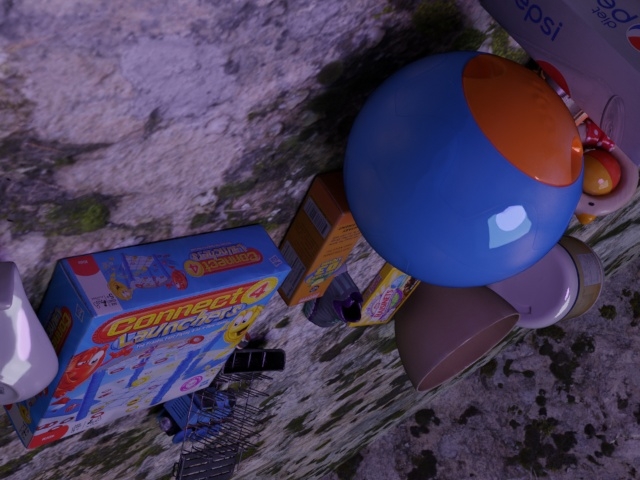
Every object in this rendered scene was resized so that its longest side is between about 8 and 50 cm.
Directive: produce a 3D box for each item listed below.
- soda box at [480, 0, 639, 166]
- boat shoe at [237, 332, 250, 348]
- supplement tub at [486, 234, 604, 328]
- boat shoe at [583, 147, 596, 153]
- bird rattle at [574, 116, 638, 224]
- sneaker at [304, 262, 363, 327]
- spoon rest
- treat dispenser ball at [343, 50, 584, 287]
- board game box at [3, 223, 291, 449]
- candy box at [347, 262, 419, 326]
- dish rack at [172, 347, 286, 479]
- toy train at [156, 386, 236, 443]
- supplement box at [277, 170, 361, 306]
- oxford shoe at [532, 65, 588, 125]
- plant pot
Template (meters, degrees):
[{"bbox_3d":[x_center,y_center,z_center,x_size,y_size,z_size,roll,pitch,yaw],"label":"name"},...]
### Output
[{"bbox_3d":[0.314,-0.226,0.892,0.091,0.286,0.098,-27,157,-22],"label":"soda box"},{"bbox_3d":[-0.140,0.140,1.279,0.043,0.049,0.137,-38,153,-1],"label":"boat shoe"},{"bbox_3d":[0.575,0.097,1.981,0.228,0.228,0.316,-48,155,26],"label":"supplement tub"},{"bbox_3d":[0.430,-0.089,1.588,0.341,0.121,0.110,-39,121,-1],"label":"boat shoe"},{"bbox_3d":[0.454,-0.142,1.349,0.254,0.206,0.143,-33,177,-23],"label":"bird rattle"},{"bbox_3d":[0.029,0.129,1.427,0.083,0.098,0.223,-29,156,-17],"label":"sneaker"},{"bbox_3d":[-0.349,0.100,0.842,0.137,0.084,0.276,10,144,-15],"label":"spoon rest"},{"bbox_3d":[0.171,-0.085,0.961,0.288,0.288,0.288,-30,157,-14],"label":"treat dispenser ball"},{"bbox_3d":[-0.234,0.126,1.060,0.308,0.086,0.302,-13,148,-44],"label":"board game box"},{"bbox_3d":[0.138,0.108,1.613,0.105,0.027,0.205,-1,141,-31],"label":"candy box"},{"bbox_3d":[-0.164,0.318,1.398,0.208,0.074,0.271,14,88,-61],"label":"dish rack"},{"bbox_3d":[-0.225,0.321,1.473,0.105,0.080,0.184,-49,155,14],"label":"toy train"},{"bbox_3d":[0.000,0.000,1.162,0.078,0.080,0.233,-16,153,-35],"label":"supplement box"},{"bbox_3d":[0.346,-0.231,1.200,0.364,0.130,0.132,-31,125,4],"label":"oxford shoe"},{"bbox_3d":[0.275,0.180,1.760,0.284,0.191,0.284,-31,158,-14],"label":"plant pot"}]
